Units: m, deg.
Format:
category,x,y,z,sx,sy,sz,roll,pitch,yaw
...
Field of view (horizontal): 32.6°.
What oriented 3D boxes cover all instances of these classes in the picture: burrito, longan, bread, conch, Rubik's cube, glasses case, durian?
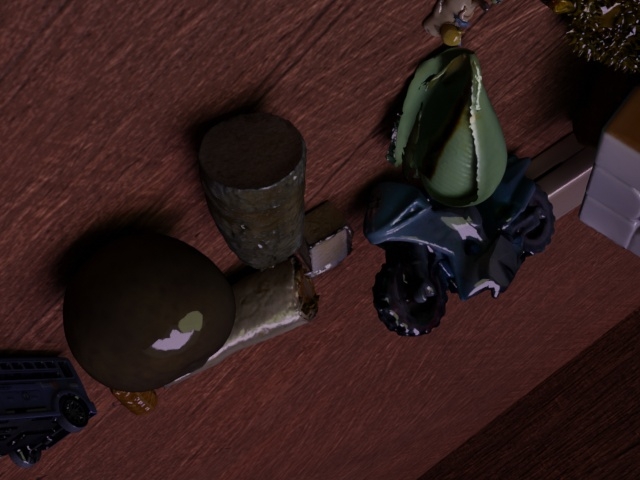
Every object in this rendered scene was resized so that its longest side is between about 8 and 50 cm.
category,x,y,z,sx,sy,sz,roll,pitch,yaw
burrito,-0.126,0.117,1.655,0.299,0.105,0.143,-25,180,-15
longan,-0.219,0.086,1.380,0.220,0.196,0.196,-22,159,15
bread,-0.301,0.247,1.773,0.052,0.044,0.157,-35,158,-8
conch,0.168,-0.146,1.494,0.250,0.143,0.137,48,57,-53
Rubik's cube,0.589,-0.119,1.613,0.291,0.291,0.290,-50,162,-15
glasses case,0.364,-0.068,1.929,0.336,0.076,0.144,-33,157,3
durian,0.415,-0.304,1.458,0.237,0.137,0.193,-19,153,-26

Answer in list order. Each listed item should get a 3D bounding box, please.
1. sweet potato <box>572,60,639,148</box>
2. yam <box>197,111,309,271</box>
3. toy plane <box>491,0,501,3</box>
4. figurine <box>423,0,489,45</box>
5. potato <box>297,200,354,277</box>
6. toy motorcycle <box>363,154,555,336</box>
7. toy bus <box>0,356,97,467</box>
category,x,y,z,sx,sy,sz,roll,pitch,yaw
sweet potato,0.467,-0.234,1.714,0.097,0.097,0.292,-22,154,-21
yam,-0.075,-0.050,1.378,0.133,0.133,0.330,-28,160,-8
toy plane,0.227,-0.330,1.301,0.102,0.040,0.111,-12,150,-34
figurine,0.165,-0.270,1.331,0.047,0.050,0.083,1,140,-43
potato,0.000,0.001,1.643,0.086,0.061,0.122,-28,158,-11
toy motorcycle,0.214,-0.025,1.707,0.416,0.232,0.172,-29,-170,-34
toy bus,-0.444,0.225,1.452,0.125,0.133,0.292,-36,159,23
